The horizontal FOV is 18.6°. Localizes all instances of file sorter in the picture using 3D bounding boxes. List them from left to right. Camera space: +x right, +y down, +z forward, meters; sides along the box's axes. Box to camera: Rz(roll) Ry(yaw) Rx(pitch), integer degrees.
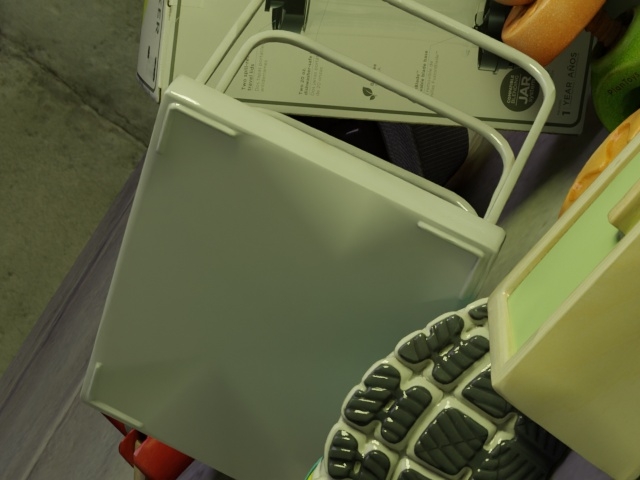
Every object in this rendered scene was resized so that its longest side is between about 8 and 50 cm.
[{"bbox_3d":[0.000,0.000,1.160,0.173,0.193,0.278,-61,-5,-43],"label":"file sorter"}]

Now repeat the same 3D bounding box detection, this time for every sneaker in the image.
[{"bbox_3d":[0.039,0.131,1.058,0.275,0.107,0.110,-49,0,14],"label":"sneaker"}]

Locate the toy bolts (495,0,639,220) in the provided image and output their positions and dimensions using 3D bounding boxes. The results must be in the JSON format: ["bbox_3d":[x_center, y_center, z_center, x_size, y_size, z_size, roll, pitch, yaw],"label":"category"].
[{"bbox_3d":[0.172,-0.132,1.120,0.228,0.158,0.218,-41,18,48],"label":"toy bolts"}]

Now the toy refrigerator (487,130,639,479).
[{"bbox_3d":[0.192,-0.024,0.905,0.269,0.094,0.102,-49,13,21],"label":"toy refrigerator"}]

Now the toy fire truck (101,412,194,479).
[{"bbox_3d":[-0.110,0.156,1.492,0.246,0.158,0.217,-46,11,-12],"label":"toy fire truck"}]

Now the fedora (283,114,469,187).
[{"bbox_3d":[0.019,-0.067,1.507,0.124,0.244,0.275,-22,4,-41],"label":"fedora"}]

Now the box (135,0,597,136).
[{"bbox_3d":[0.034,-0.165,1.267,0.087,0.290,0.169,-135,49,-69],"label":"box"}]

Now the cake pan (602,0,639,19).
[{"bbox_3d":[0.267,-0.258,1.356,0.293,0.054,0.293,-51,13,16],"label":"cake pan"}]
